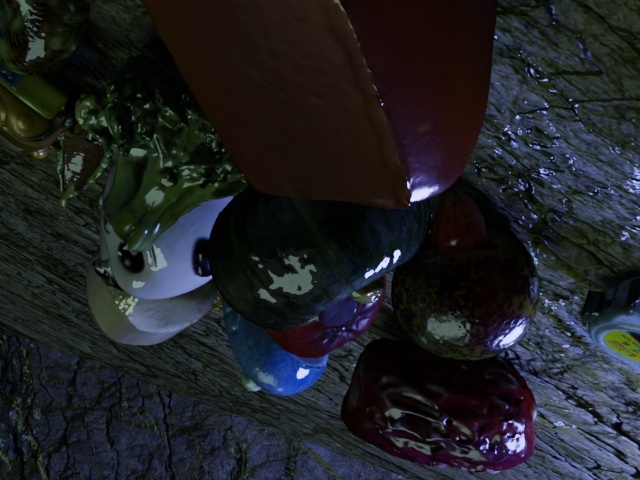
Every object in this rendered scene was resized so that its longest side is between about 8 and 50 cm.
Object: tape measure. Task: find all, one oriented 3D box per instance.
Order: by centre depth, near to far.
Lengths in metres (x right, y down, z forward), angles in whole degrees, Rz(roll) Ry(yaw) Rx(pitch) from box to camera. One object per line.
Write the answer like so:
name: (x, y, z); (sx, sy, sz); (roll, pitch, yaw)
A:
tape measure: (0.515, 0.159, 1.505); (0.330, 0.084, 0.164); (34, 160, -20)

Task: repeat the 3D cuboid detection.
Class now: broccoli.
broccoli: (-0.202, -0.107, 1.431); (0.288, 0.245, 0.248); (44, -179, -19)

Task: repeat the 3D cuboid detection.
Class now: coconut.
coconut: (-0.323, 0.076, 2.034); (0.239, 0.239, 0.244); (30, 153, -15)

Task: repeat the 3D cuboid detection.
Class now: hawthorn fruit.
hawthorn fruit: (-0.037, 0.062, 1.732); (0.266, 0.210, 0.230); (31, 168, 20)

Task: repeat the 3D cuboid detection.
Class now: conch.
conch: (-0.362, -0.295, 1.299); (0.187, 0.124, 0.181); (43, 148, 9)

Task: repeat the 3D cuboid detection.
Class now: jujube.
jujube: (0.217, 0.304, 1.997); (0.376, 0.258, 0.258); (3, 153, 19)

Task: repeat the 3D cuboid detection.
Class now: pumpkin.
pumpkin: (0.000, 0.000, 1.378); (0.207, 0.300, 0.300); (60, 156, 1)

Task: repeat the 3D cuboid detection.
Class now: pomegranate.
pomegranate: (0.196, 0.038, 1.450); (0.214, 0.214, 0.248); (11, 122, 32)

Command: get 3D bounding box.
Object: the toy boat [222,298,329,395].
toy boat: (-0.095, 0.158, 1.909); (0.215, 0.123, 0.330); (38, -160, -31)

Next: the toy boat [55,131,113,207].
toy boat: (-0.389, -0.153, 1.741); (0.108, 0.099, 0.293); (28, 152, -6)

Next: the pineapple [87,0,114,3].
pineapple: (-0.187, -0.328, 1.075); (0.119, 0.111, 0.237); (1, 168, -32)

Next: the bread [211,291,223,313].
bread: (-0.210, 0.105, 2.207); (0.105, 0.076, 0.233); (8, 156, 41)

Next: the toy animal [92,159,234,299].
toy animal: (-0.237, -0.030, 1.672); (0.251, 0.251, 0.310); (31, 166, -17)

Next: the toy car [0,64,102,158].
toy car: (-0.404, -0.194, 1.476); (0.200, 0.142, 0.248); (41, -173, 8)

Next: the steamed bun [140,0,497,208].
steamed bun: (0.013, -0.223, 0.891); (0.235, 0.248, 0.379); (8, 143, 31)
